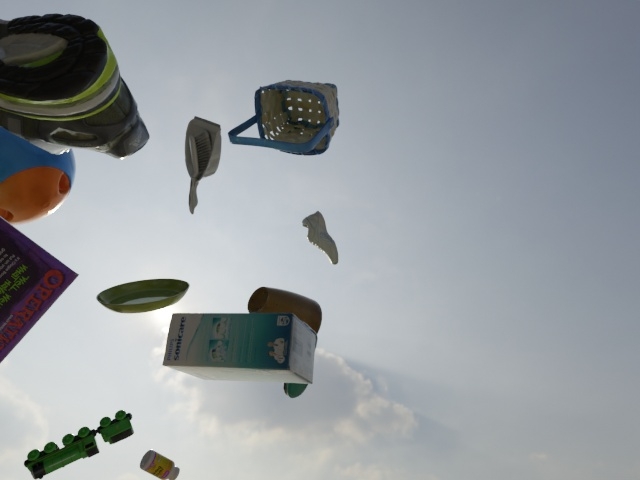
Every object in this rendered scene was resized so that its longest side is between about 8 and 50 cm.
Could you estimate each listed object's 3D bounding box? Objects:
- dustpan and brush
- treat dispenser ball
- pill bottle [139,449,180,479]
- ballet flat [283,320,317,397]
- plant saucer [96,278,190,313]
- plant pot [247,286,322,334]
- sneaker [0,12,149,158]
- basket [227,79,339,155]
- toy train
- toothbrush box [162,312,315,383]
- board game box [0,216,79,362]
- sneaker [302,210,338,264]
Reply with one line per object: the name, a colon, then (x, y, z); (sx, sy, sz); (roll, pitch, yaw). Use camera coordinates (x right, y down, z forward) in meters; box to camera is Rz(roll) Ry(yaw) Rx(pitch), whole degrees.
dustpan and brush: (-0.276, -0.163, 1.080); (0.060, 0.147, 0.212); (-16, -61, -34)
treat dispenser ball: (-0.742, -0.179, 1.134); (0.287, 0.288, 0.288); (2, -45, 2)
pill bottle: (-0.352, 0.498, 1.051); (0.043, 0.043, 0.083); (-31, -60, 30)
ballet flat: (-0.064, 0.332, 1.362); (0.095, 0.096, 0.281); (-11, -46, -30)
plant saucer: (-0.477, 0.152, 1.300); (0.240, 0.241, 0.037); (-1, -78, 6)
plant pot: (-0.163, 0.290, 1.915); (0.237, 0.237, 0.254); (-29, -48, 29)
sneaker: (-0.295, -0.142, 0.455); (0.299, 0.111, 0.121); (20, -25, 23)
basket: (-0.078, -0.325, 1.314); (0.254, 0.289, 0.201); (15, -52, 25)
toy train: (-0.193, 0.166, 0.388); (0.083, 0.024, 0.017); (-21, -43, -26)
toothbrush box: (-0.179, 0.256, 1.120); (0.295, 0.126, 0.216); (-3, -25, 14)
board game box: (-0.409, 0.105, 0.405); (0.056, 0.347, 0.208); (12, -32, 41)
sneaker: (0.000, 0.000, 1.246); (0.061, 0.152, 0.054); (-22, -17, -13)
